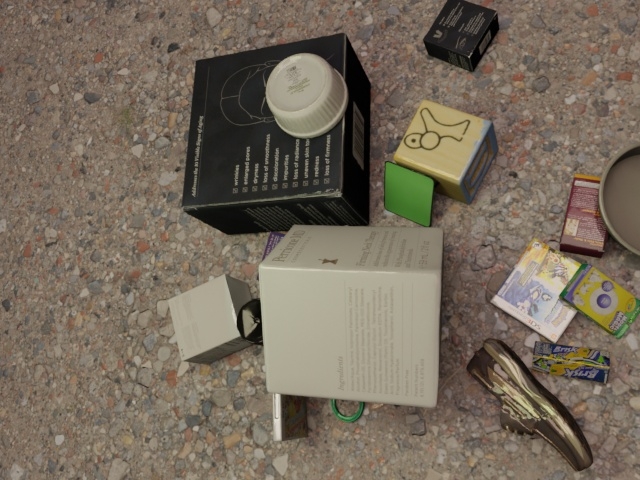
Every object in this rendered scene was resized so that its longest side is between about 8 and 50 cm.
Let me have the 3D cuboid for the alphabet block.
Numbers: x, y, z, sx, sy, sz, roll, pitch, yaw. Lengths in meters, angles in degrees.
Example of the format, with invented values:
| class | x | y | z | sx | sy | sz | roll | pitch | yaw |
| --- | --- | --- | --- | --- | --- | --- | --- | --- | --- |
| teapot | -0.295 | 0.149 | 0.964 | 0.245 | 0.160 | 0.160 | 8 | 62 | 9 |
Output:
| class | x | y | z | sx | sy | sz | roll | pitch | yaw |
| --- | --- | --- | --- | --- | --- | --- | --- | --- | --- |
| alphabet block | 0.341 | -0.236 | 1.600 | 0.197 | 0.193 | 0.192 | 27 | 85 | 26 |

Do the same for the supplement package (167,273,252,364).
| class | x | y | z | sx | sy | sz | roll | pitch | yaw |
| --- | --- | --- | --- | --- | --- | --- | --- | --- | --- |
| supplement package | -0.307 | 0.235 | 1.750 | 0.203 | 0.149 | 0.194 | -25 | 68 | 14 |

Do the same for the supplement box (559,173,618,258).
| class | x | y | z | sx | sy | sz | roll | pitch | yaw |
| --- | --- | --- | --- | --- | --- | --- | --- | --- | --- |
| supplement box | 0.668 | -0.061 | 1.483 | 0.104 | 0.081 | 0.188 | 12 | 80 | 23 |

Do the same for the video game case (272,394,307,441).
| class | x | y | z | sx | sy | sz | roll | pitch | yaw |
| --- | --- | --- | --- | --- | --- | --- | --- | --- | --- |
| video game case | -0.079 | 0.417 | 1.567 | 0.026 | 0.227 | 0.206 | -6 | 73 | 13 |

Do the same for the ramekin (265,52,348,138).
| class | x | y | z | sx | sy | sz | roll | pitch | yaw |
| --- | --- | --- | --- | --- | --- | --- | --- | --- | --- |
| ramekin | -0.042 | -0.375 | 1.515 | 0.207 | 0.109 | 0.207 | -6 | 73 | 20 |

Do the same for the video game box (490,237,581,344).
| class | x | y | z | sx | sy | sz | roll | pitch | yaw |
| --- | --- | --- | --- | --- | --- | --- | --- | --- | --- |
| video game box | 0.563 | 0.126 | 1.494 | 0.187 | 0.048 | 0.205 | 34 | 90 | 23 |

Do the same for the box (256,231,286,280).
| class | x | y | z | sx | sy | sz | roll | pitch | yaw |
| --- | --- | --- | --- | --- | --- | --- | --- | --- | --- |
| box | -0.058 | 0.073 | 1.720 | 0.207 | 0.108 | 0.153 | 10 | 79 | 24 |

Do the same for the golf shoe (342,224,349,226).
| class | x | y | z | sx | sy | sz | roll | pitch | yaw |
| --- | --- | --- | --- | --- | --- | --- | --- | --- | --- |
| golf shoe | 0.000 | 0.000 | 1.621 | 0.186 | 0.067 | 0.086 | -29 | 64 | 11 |

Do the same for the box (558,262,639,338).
| class | x | y | z | sx | sy | sz | roll | pitch | yaw |
| --- | --- | --- | --- | --- | --- | --- | --- | --- | --- |
| box | 0.674 | 0.147 | 1.416 | 0.179 | 0.043 | 0.105 | 35 | 91 | -1 |

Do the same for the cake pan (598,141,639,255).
| class | x | y | z | sx | sy | sz | roll | pitch | yaw |
| --- | --- | --- | --- | --- | --- | --- | --- | --- | --- |
| cake pan | 0.794 | -0.092 | 1.407 | 0.293 | 0.054 | 0.293 | 0 | 81 | -1 |

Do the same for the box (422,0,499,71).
| class | x | y | z | sx | sy | sz | roll | pitch | yaw |
| --- | --- | --- | --- | --- | --- | --- | --- | --- | --- |
| box | 0.409 | -0.600 | 1.727 | 0.158 | 0.093 | 0.156 | 31 | 89 | 25 |

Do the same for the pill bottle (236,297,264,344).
| class | x | y | z | sx | sy | sz | roll | pitch | yaw |
| --- | --- | --- | --- | --- | --- | --- | --- | --- | --- |
| pill bottle | -0.130 | 0.234 | 1.642 | 0.123 | 0.219 | 0.122 | -6 | 73 | 21 |

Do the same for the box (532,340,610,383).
| class | x | y | z | sx | sy | sz | roll | pitch | yaw |
| --- | --- | --- | --- | --- | --- | --- | --- | --- | --- |
| box | 0.596 | 0.289 | 1.419 | 0.169 | 0.059 | 0.054 | 6 | 39 | 23 |

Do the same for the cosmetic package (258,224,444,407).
| class | x | y | z | sx | sy | sz | roll | pitch | yaw |
| --- | --- | --- | --- | --- | --- | --- | --- | --- | --- |
| cosmetic package | 0.092 | 0.162 | 1.425 | 0.394 | 0.329 | 0.327 | 2 | 108 | 12 |

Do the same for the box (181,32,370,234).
| class | x | y | z | sx | sy | sz | roll | pitch | yaw |
| --- | --- | --- | --- | --- | --- | --- | --- | --- | --- |
| box | -0.114 | -0.289 | 1.736 | 0.472 | 0.297 | 0.479 | -3 | 74 | 18 |

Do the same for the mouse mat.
| class | x | y | z | sx | sy | sz | roll | pitch | yaw |
| --- | --- | --- | --- | --- | --- | --- | --- | --- | --- |
| mouse mat | 0.240 | -0.125 | 1.626 | 0.153 | 0.189 | 0.007 | 26 | 54 | 25 |

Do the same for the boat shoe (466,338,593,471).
| class | x | y | z | sx | sy | sz | roll | pitch | yaw |
| --- | --- | --- | --- | --- | --- | --- | --- | --- | --- |
| boat shoe | 0.489 | 0.399 | 1.417 | 0.130 | 0.132 | 0.355 | -46 | 56 | 15 |

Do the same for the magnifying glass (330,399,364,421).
| class | x | y | z | sx | sy | sz | roll | pitch | yaw |
| --- | --- | --- | --- | --- | --- | --- | --- | --- | --- |
| magnifying glass | 0.062 | 0.382 | 1.636 | 0.092 | 0.026 | 0.231 | -17 | 72 | 17 |
